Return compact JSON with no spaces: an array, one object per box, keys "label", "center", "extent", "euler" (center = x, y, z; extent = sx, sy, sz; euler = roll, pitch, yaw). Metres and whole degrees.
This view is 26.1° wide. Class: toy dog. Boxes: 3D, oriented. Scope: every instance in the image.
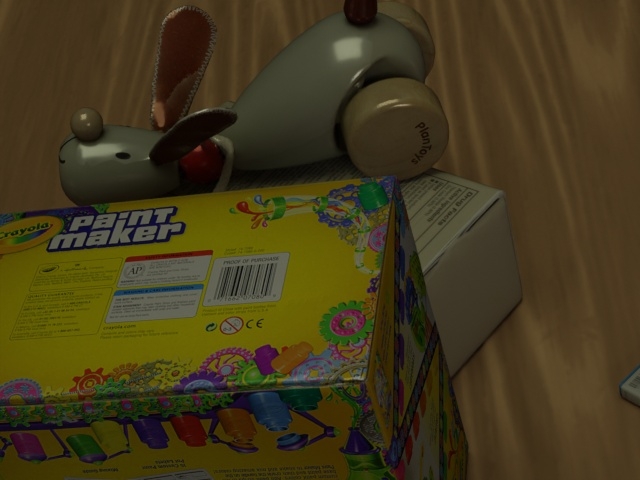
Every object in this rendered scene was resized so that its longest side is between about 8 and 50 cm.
[{"label":"toy dog","center":[-0.052,-0.122,1.098],"extent":[0.334,0.161,0.220],"euler":[-28,40,-12]}]

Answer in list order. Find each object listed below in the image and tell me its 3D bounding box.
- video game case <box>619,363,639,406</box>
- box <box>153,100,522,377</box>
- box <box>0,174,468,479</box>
[{"label":"video game case","center":[0.320,0.109,1.003],"extent":[0.119,0.015,0.166],"euler":[-39,44,-24]},{"label":"box","center":[0.000,0.000,1.161],"extent":[0.311,0.121,0.148],"euler":[23,54,38]},{"label":"box","center":[-0.070,0.127,0.920],"extent":[0.290,0.279,0.177],"euler":[-4,42,15]}]
